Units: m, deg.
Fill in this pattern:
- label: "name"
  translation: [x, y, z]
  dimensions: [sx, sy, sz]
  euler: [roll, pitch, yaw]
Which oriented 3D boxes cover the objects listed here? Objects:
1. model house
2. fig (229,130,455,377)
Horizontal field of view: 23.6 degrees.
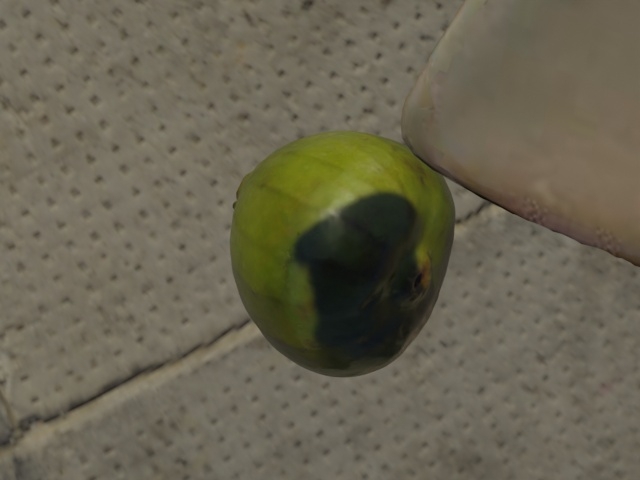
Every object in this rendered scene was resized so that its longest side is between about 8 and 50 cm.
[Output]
- label: "model house"
  translation: [0.175, -0.084, 0.486]
  dimensions: [0.219, 0.229, 0.199]
  euler: [31, 117, 7]
- label: "fig"
  translation: [0.000, 0.000, 1.281]
  dimensions: [0.203, 0.225, 0.203]
  euler: [-26, 130, -36]
